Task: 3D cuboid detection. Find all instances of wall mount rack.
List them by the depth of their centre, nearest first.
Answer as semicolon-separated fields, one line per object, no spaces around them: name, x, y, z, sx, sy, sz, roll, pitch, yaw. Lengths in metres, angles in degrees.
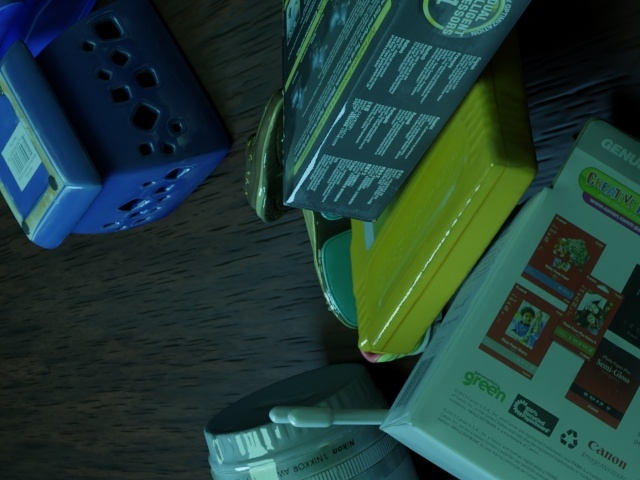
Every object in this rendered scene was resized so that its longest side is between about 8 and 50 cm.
wall mount rack;0.113;0.215;1.179;0.304;0.130;0.350;40;169;0

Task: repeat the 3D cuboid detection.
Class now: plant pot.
plant pot;-0.287;-0.134;1.544;0.236;0.212;0.236;61;145;7

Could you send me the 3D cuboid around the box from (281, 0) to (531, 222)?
box;0.069;-0.253;0.978;0.395;0.097;0.318;122;154;-50

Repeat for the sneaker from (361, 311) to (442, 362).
sneaker;0.079;0.041;1.284;0.081;0.094;0.208;27;129;42

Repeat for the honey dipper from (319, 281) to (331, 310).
honey dipper;0.000;0.000;1.418;0.030;0.030;0.160;-7;102;53

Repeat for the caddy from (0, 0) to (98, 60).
caddy;-0.433;-0.313;1.600;0.179;0.241;0.341;55;143;6

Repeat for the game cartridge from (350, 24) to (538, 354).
game cartridge;0.087;-0.097;1.074;0.285;0.053;0.323;118;158;-48

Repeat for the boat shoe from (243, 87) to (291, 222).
boat shoe;-0.058;-0.100;1.400;0.060;0.064;0.178;41;141;27

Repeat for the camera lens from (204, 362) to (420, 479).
camera lens;0.008;0.303;1.425;0.219;0.219;0.274;-12;100;54

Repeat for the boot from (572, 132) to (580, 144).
boot;0.226;0.045;1.101;0.264;0.096;0.280;21;124;47

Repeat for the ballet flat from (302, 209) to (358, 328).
ballet flat;0.020;-0.020;1.360;0.073;0.080;0.232;-139;35;-74

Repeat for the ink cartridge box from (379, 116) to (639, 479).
ink cartridge box;0.250;0.105;0.938;0.309;0.272;0.130;32;168;0
